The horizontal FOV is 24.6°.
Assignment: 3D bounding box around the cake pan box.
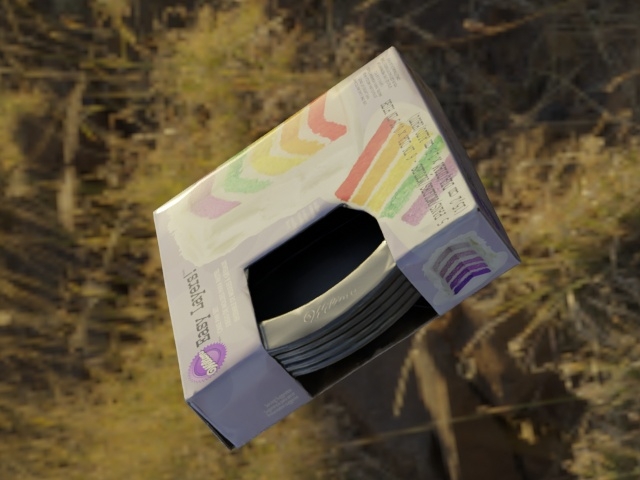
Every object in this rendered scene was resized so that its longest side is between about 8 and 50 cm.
[{"bbox_3d":[0.000,0.000,1.080,0.246,0.070,0.267,-35,33,12],"label":"cake pan box"}]
